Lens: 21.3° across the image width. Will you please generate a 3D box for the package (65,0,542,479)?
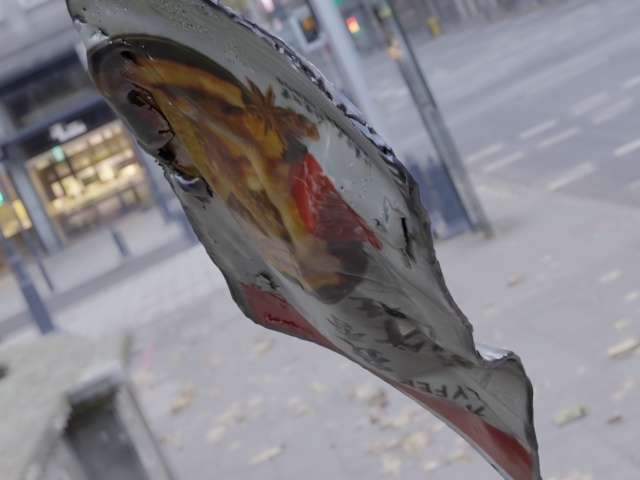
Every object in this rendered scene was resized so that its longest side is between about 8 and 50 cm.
[{"bbox_3d":[0.000,0.000,0.553,0.030,0.154,0.239,-49,-31,-13],"label":"package"}]
